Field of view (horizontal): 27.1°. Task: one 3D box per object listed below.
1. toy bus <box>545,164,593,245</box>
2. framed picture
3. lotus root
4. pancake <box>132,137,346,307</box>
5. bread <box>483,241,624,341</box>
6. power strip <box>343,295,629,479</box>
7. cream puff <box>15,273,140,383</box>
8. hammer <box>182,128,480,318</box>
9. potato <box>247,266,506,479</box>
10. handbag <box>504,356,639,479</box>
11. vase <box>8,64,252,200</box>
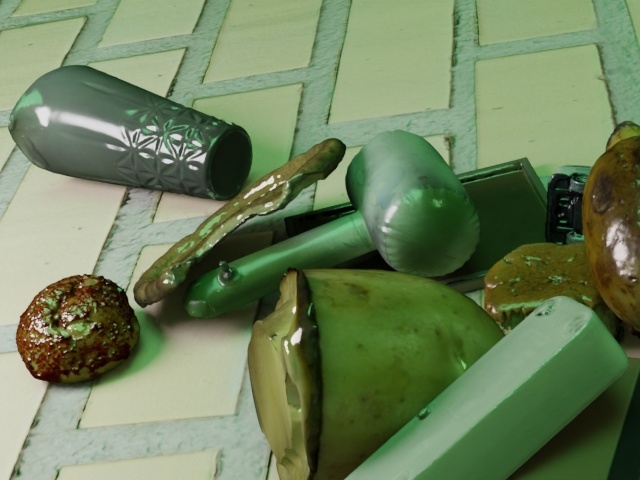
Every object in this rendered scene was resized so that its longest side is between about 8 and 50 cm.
[{"bbox_3d":[0.344,-0.037,1.440,0.194,0.087,0.089,4,22,12],"label":"toy bus"},{"bbox_3d":[0.122,-0.002,1.540,0.315,0.024,0.232,-13,32,-1],"label":"framed picture"},{"bbox_3d":[0.336,-0.004,1.282,0.169,0.141,0.314,17,46,-32],"label":"lotus root"},{"bbox_3d":[-0.096,-0.023,1.521,0.288,0.033,0.286,-30,10,43],"label":"pancake"},{"bbox_3d":[0.235,0.058,1.358,0.140,0.069,0.128,-9,31,6],"label":"bread"},{"bbox_3d":[0.071,0.192,1.021,0.385,0.062,0.091,-42,14,-4],"label":"power strip"},{"bbox_3d":[-0.272,0.093,1.480,0.149,0.084,0.149,-10,34,7],"label":"cream puff"},{"bbox_3d":[0.000,0.000,1.469,0.335,0.119,0.206,-23,28,-3],"label":"hammer"},{"bbox_3d":[0.057,0.126,1.186,0.242,0.285,0.242,4,64,-8],"label":"potato"},{"bbox_3d":[0.268,0.227,1.010,0.283,0.149,0.302,5,34,24],"label":"handbag"},{"bbox_3d":[-0.232,-0.137,1.791,0.301,0.156,0.251,17,17,31],"label":"vase"}]
